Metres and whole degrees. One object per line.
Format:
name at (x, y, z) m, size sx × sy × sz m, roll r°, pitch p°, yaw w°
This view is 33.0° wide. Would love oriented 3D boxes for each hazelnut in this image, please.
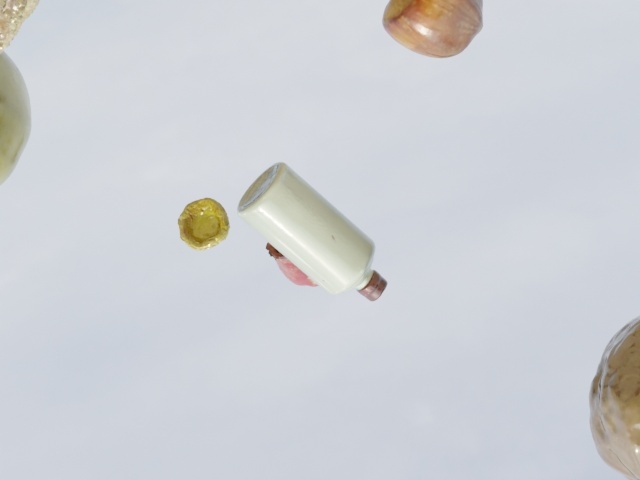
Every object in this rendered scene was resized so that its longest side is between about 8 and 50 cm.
hazelnut at (0.175, -0.353, 1.661) m, size 0.150 × 0.150 × 0.150 m, roll -12°, pitch -148°, yaw 7°

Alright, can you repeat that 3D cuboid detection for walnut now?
walnut at (0.501, 0.227, 1.489) m, size 0.273 × 0.227 × 0.273 m, roll -4°, pitch -120°, yaw 6°

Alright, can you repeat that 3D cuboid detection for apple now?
apple at (-0.533, -0.171, 1.493) m, size 0.262 × 0.262 × 0.262 m, roll -12°, pitch -148°, yaw 7°

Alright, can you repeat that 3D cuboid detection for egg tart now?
egg tart at (-0.211, -0.027, 1.979) m, size 0.105 × 0.039 × 0.105 m, roll -5°, pitch -109°, yaw 13°

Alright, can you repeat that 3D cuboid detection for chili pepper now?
chili pepper at (-0.023, 0.035, 1.799) m, size 0.086 × 0.192 × 0.084 m, roll 31°, pitch -100°, yaw 27°

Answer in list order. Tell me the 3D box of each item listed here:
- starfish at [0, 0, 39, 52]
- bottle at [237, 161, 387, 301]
starfish at (-0.229, -0.265, 0.845) m, size 0.293 × 0.301 × 0.084 m, roll -43°, pitch -146°, yaw -7°
bottle at (0.000, 0.000, 1.556) m, size 0.104 × 0.245 × 0.104 m, roll -42°, pitch -161°, yaw 18°
